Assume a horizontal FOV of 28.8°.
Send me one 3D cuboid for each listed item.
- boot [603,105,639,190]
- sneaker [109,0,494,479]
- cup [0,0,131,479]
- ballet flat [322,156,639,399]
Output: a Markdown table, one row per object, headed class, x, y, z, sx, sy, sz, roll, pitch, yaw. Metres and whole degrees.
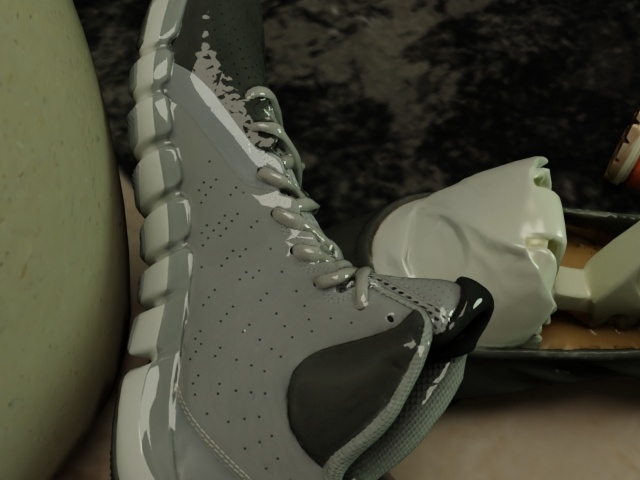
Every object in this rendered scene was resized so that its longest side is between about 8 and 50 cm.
| class | x | y | z | sx | sy | sz | roll | pitch | yaw |
| --- | --- | --- | --- | --- | --- | --- | --- | --- | --- |
| boot | 0.207 | -0.059 | 0.616 | 0.084 | 0.059 | 0.158 | 43 | 56 | 18 |
| sneaker | 0.000 | 0.000 | 0.464 | 0.132 | 0.086 | 0.229 | -4 | 77 | 21 |
| cup | -0.220 | -0.070 | 0.404 | 0.331 | 0.237 | 0.331 | 7 | 40 | -6 |
| ballet flat | 0.107 | 0.011 | 0.517 | 0.280 | 0.096 | 0.095 | 1 | 53 | -8 |
